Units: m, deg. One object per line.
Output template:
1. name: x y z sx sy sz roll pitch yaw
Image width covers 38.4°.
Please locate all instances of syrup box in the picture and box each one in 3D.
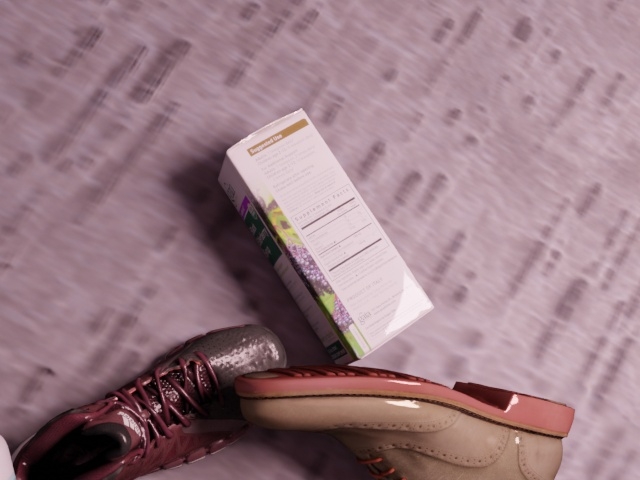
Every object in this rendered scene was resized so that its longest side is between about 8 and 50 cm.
1. syrup box: 0.000 0.000 0.910 0.096 0.093 0.236 -32 85 -18

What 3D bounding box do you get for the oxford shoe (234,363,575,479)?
1. oxford shoe: 0.083 0.189 0.847 0.348 0.123 0.130 12 84 -20

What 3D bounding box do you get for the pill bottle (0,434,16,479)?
1. pill bottle: -0.281 0.286 0.687 0.146 0.146 0.263 -13 96 -15

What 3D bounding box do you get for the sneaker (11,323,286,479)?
1. sneaker: -0.140 0.157 0.802 0.281 0.162 0.106 -31 84 -18
